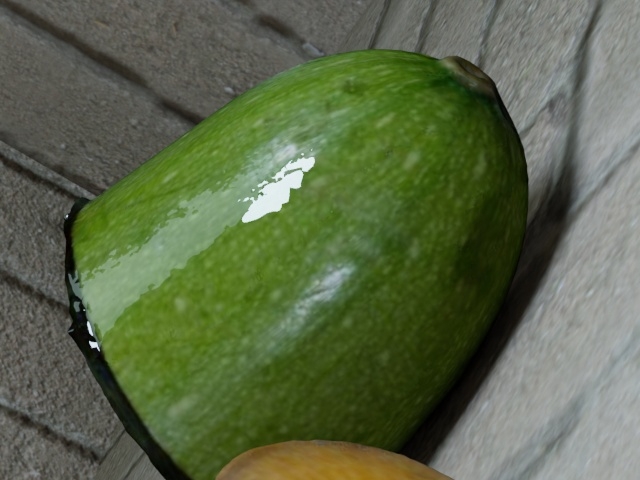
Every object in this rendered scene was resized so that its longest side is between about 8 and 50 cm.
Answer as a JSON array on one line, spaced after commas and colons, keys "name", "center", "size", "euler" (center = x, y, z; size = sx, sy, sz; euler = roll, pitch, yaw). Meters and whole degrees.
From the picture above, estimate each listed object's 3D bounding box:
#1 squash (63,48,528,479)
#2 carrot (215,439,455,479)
[{"name": "squash", "center": [0.026, 0.017, 1.391], "size": [0.309, 0.310, 0.310], "euler": [-34, 17, 17]}, {"name": "carrot", "center": [-0.007, 0.257, 1.033], "size": [0.196, 0.196, 0.254], "euler": [-79, 10, -65]}]
